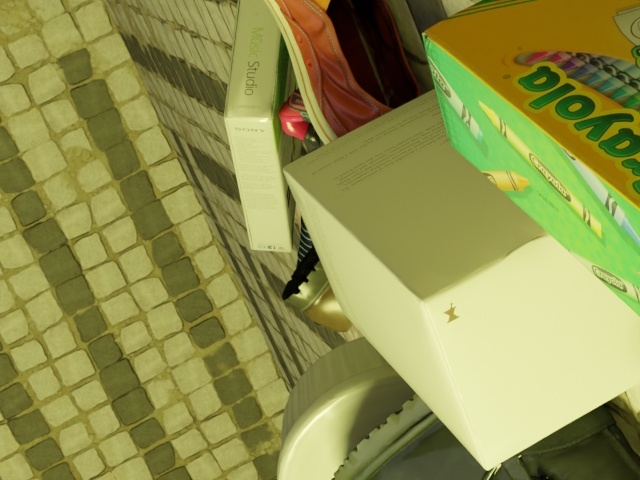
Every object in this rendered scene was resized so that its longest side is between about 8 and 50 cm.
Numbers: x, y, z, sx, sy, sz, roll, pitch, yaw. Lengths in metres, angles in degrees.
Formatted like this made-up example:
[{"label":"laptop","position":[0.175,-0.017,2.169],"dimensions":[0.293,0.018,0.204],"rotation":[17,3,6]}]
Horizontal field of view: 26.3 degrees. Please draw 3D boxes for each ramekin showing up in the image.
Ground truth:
[{"label":"ramekin","position":[0.079,0.227,1.560],"dimensions":[0.127,0.273,0.272],"rotation":[-108,-3,-59]}]

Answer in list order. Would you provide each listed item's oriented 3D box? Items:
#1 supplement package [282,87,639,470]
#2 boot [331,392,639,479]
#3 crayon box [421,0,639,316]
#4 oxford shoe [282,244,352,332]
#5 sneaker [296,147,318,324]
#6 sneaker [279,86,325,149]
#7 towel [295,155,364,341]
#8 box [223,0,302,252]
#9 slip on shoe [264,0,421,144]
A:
[{"label":"supplement package","position":[0.120,0.018,1.144],"dimensions":[0.293,0.178,0.175],"rotation":[46,161,59]},{"label":"boot","position":[0.217,0.336,1.281],"dimensions":[0.445,0.146,0.367],"rotation":[57,140,20]},{"label":"crayon box","position":[0.189,-0.051,0.660],"dimensions":[0.278,0.165,0.081],"rotation":[50,164,49]},{"label":"oxford shoe","position":[0.068,-0.006,1.328],"dimensions":[0.096,0.227,0.083],"rotation":[37,-166,-11]},{"label":"sneaker","position":[0.000,0.000,1.784],"dimensions":[0.090,0.081,0.232],"rotation":[-22,77,51]},{"label":"sneaker","position":[0.069,-0.047,1.415],"dimensions":[0.299,0.112,0.121],"rotation":[57,168,21]},{"label":"towel","position":[0.054,0.074,1.967],"dimensions":[0.317,0.053,0.331],"rotation":[53,165,43]},{"label":"box","position":[-0.059,-0.157,1.593],"dimensions":[0.322,0.059,0.232],"rotation":[87,-173,-64]},{"label":"slip on shoe","position":[0.005,-0.243,1.288],"dimensions":[0.101,0.123,0.331],"rotation":[-19,94,47]}]
